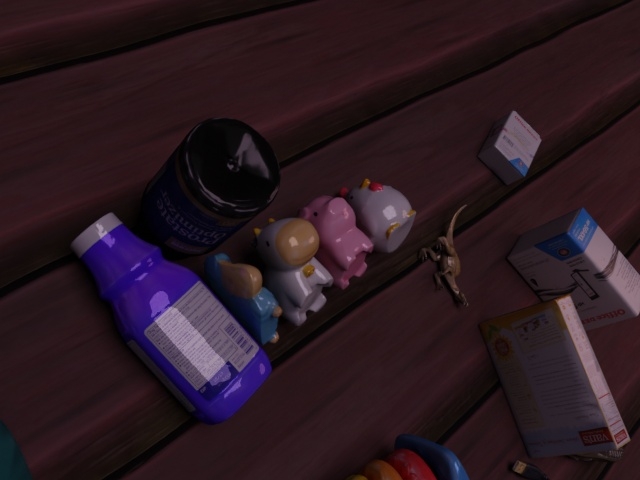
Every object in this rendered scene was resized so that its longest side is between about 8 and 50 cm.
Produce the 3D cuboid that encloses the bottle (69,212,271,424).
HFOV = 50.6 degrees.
[{"bbox_3d":[-0.188,0.093,0.836,0.283,0.092,0.118,49,55,-6],"label":"bottle"}]

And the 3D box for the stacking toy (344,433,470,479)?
[{"bbox_3d":[0.033,0.368,0.847,0.302,0.166,0.175,-9,88,-23],"label":"stacking toy"}]

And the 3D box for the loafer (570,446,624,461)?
[{"bbox_3d":[0.450,0.355,1.171,0.148,0.050,0.056,21,56,-7],"label":"loafer"}]

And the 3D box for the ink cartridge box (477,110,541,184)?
[{"bbox_3d":[0.375,-0.184,1.339,0.088,0.052,0.122,43,55,-12],"label":"ink cartridge box"}]

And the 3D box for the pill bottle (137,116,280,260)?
[{"bbox_3d":[-0.150,-0.051,0.840,0.123,0.219,0.123,13,64,-28],"label":"pill bottle"}]

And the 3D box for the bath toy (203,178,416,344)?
[{"bbox_3d":[0.000,0.000,0.980,0.129,0.151,0.348,38,46,23],"label":"bath toy"}]

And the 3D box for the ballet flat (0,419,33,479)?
[{"bbox_3d":[-0.304,0.377,0.630,0.147,0.147,0.409,-18,81,-37],"label":"ballet flat"}]

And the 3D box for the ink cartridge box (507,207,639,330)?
[{"bbox_3d":[0.470,0.060,1.239,0.203,0.148,0.086,48,52,-7],"label":"ink cartridge box"}]

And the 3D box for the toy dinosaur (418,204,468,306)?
[{"bbox_3d":[0.215,0.023,1.163,0.092,0.053,0.183,14,71,-45],"label":"toy dinosaur"}]

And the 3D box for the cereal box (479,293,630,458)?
[{"bbox_3d":[0.370,0.224,1.094,0.047,0.173,0.240,-13,79,-37],"label":"cereal box"}]

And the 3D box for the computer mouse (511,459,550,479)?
[{"bbox_3d":[0.301,0.427,1.036,0.262,0.060,0.184,21,62,-25],"label":"computer mouse"}]
